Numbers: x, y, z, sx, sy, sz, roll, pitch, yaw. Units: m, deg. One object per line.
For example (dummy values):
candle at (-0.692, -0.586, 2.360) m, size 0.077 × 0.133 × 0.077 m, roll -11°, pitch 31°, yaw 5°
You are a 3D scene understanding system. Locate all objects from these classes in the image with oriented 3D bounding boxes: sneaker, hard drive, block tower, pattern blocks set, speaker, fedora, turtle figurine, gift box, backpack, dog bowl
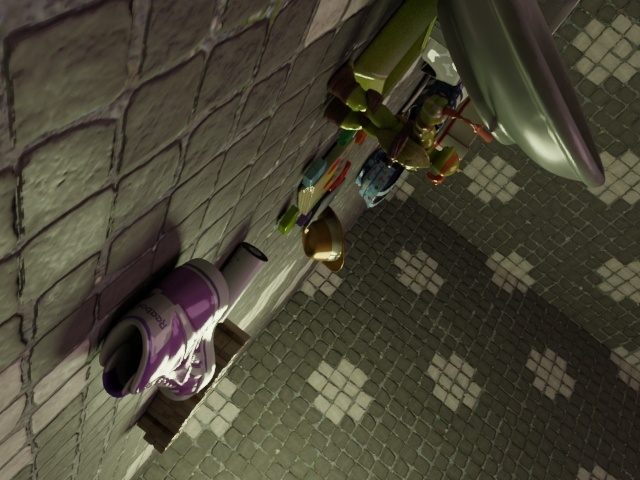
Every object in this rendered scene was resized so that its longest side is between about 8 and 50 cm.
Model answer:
sneaker at (-0.216, 0.152, 0.755) m, size 0.161 × 0.102 × 0.282 m, roll -44°, pitch 161°, yaw -41°
hard drive at (0.008, -0.099, 1.471) m, size 0.135 × 0.022 × 0.094 m, roll -48°, pitch 174°, yaw -45°
block tower at (-0.291, 0.324, 1.332) m, size 0.336 × 0.091 × 0.097 m, roll -54°, pitch 176°, yaw 18°
pattern blocks set at (0.007, -0.128, 1.192) m, size 0.285 × 0.026 × 0.325 m, roll -50°, pitch 175°, yaw -25°
speaker at (-0.149, 0.071, 1.001) m, size 0.136 × 0.055 × 0.055 m, roll -53°, pitch 176°, yaw 9°
fedora at (0.000, 0.000, 1.594) m, size 0.079 × 0.195 × 0.194 m, roll -10°, pitch 158°, yaw -20°
turtle figurine at (0.108, -0.143, 0.821) m, size 0.087 × 0.217 × 0.269 m, roll -56°, pitch 172°, yaw -4°
gift box at (0.423, -0.386, 1.985) m, size 0.258 × 0.255 × 0.276 m, roll -54°, pitch 172°, yaw 2°
backpack at (0.178, -0.193, 1.861) m, size 0.173 × 0.116 × 0.158 m, roll -50°, pitch 175°, yaw -37°
dog bowl at (0.369, -0.514, 1.373) m, size 0.349 × 0.102 × 0.349 m, roll -52°, pitch 175°, yaw -6°
sneaker at (0.343, -0.405, 1.661) m, size 0.350 × 0.131 × 0.148 m, roll -60°, pitch 179°, yaw 31°

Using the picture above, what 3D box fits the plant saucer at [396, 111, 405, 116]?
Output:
plant saucer at (0.217, -0.343, 1.722) m, size 0.083 × 0.015 × 0.083 m, roll -53°, pitch 175°, yaw -6°

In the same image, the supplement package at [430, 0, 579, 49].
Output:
supplement package at (0.352, -0.450, 1.057) m, size 0.263 × 0.198 × 0.199 m, roll -56°, pitch 175°, yaw 38°

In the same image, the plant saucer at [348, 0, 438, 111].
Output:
plant saucer at (0.116, -0.288, 0.918) m, size 0.188 × 0.045 × 0.188 m, roll -52°, pitch 175°, yaw -4°

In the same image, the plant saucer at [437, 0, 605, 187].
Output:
plant saucer at (0.242, -0.239, 0.763) m, size 0.100 × 0.401 × 0.400 m, roll -24°, pitch -170°, yaw 28°
